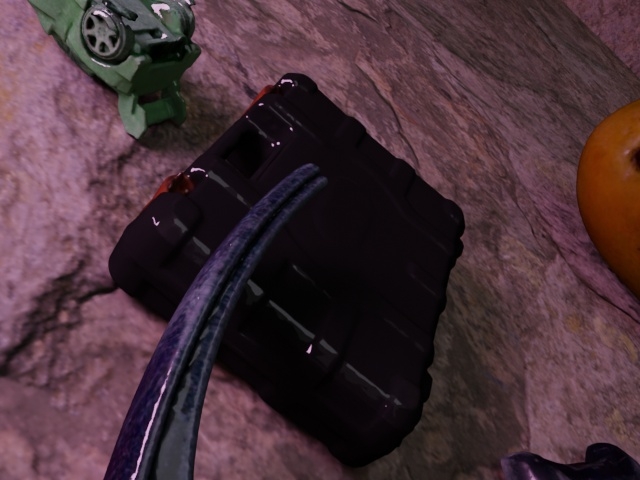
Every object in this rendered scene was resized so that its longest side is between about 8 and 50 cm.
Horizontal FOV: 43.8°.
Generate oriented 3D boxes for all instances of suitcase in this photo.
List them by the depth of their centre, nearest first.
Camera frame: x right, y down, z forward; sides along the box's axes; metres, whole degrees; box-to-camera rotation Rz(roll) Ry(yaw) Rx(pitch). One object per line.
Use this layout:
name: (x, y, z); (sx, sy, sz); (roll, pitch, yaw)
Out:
suitcase: (0.000, 0.000, 0.557); (0.206, 0.066, 0.285); (40, 31, -7)

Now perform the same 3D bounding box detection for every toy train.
toy train: (-0.151, -0.152, 0.564); (0.149, 0.081, 0.099); (40, 31, 5)

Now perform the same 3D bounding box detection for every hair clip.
hair clip: (-0.050, 0.053, 0.372); (0.083, 0.048, 0.275); (30, 53, -16)

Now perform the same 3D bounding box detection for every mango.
mango: (0.495, 0.013, 0.969); (0.445, 0.232, 0.300); (45, 25, -15)

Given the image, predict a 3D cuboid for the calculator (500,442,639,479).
calculator: (0.227, 0.260, 0.536); (0.177, 0.040, 0.268); (7, 51, -42)
